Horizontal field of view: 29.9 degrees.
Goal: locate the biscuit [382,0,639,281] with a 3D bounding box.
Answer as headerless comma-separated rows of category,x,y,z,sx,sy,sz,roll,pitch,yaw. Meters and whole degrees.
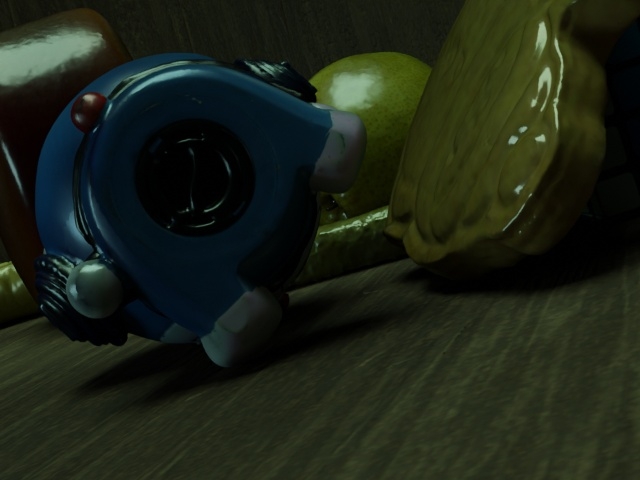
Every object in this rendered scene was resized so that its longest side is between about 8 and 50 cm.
biscuit,0.137,-0.118,0.888,0.057,0.312,0.351,20,8,-12

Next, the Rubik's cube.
Rubik's cube,0.261,-0.111,0.993,0.151,0.154,0.155,-18,4,-2

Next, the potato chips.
potato chips,0.000,0.000,1.142,0.406,0.080,0.057,-15,22,13

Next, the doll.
doll,-0.104,-0.033,0.926,0.284,0.240,0.310,-47,4,-7

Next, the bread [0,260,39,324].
bread,-0.470,0.078,1.783,0.305,0.091,0.142,-17,12,2

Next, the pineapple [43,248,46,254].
pineapple,-0.218,0.009,1.362,0.136,0.162,0.176,-7,-2,-42

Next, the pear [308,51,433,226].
pear,0.056,-0.092,1.235,0.208,0.209,0.209,-17,5,2

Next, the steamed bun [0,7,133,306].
steamed bun,-0.308,-0.092,1.517,0.235,0.379,0.248,-20,16,-19
